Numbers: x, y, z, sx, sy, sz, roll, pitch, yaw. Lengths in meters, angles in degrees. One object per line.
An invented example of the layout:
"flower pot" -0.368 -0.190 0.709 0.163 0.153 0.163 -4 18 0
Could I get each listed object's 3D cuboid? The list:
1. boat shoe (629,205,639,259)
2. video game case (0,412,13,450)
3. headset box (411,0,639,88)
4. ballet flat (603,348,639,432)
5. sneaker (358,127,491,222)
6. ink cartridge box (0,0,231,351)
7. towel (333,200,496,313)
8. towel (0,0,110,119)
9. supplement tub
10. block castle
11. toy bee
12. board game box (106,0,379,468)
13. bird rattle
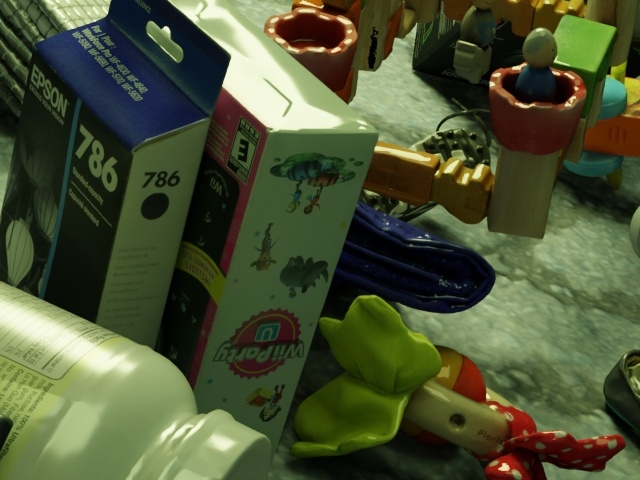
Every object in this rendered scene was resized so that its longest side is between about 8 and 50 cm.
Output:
"boat shoe" 0.442 0.005 1.863 0.306 0.113 0.105 9 21 -23
"video game case" -0.303 0.176 0.908 0.196 0.274 0.026 23 -7 11
"headset box" 0.274 -0.275 2.106 0.246 0.131 0.283 11 -14 -16
"ballet flat" 0.315 0.161 1.522 0.074 0.074 0.203 0 32 -33
"sneaker" 0.051 -0.045 1.752 0.234 0.106 0.078 -16 75 -26
"ink cartridge box" -0.164 -0.019 1.269 0.065 0.332 0.165 -3 31 -36
"towel" 0.000 0.000 1.509 0.228 0.076 0.308 25 -2 -12
"towel" -0.260 -0.222 1.790 0.283 0.121 0.235 48 26 12
"supplement tub" -0.217 0.138 1.040 0.325 0.235 0.235 24 27 11
"block castle" 0.145 -0.218 1.722 0.303 0.213 0.453 15 36 14
"toy bee" 0.302 -0.162 1.991 0.298 0.195 0.162 21 38 -3
"board game box" -0.095 0.000 1.308 0.097 0.303 0.224 -5 34 -35
"bird rattle" 0.107 0.126 1.407 0.253 0.143 0.207 17 9 -9
